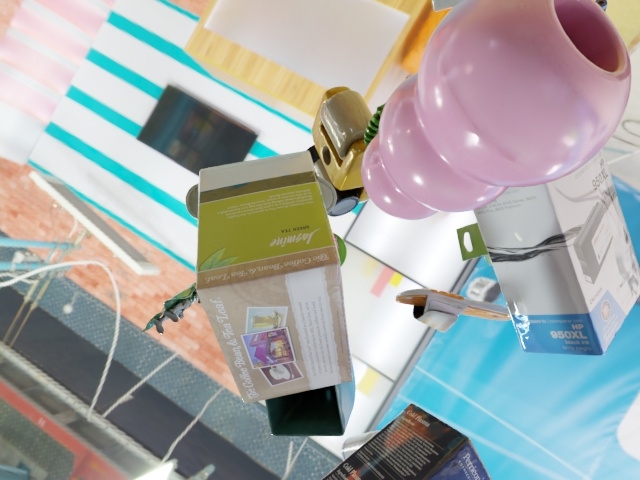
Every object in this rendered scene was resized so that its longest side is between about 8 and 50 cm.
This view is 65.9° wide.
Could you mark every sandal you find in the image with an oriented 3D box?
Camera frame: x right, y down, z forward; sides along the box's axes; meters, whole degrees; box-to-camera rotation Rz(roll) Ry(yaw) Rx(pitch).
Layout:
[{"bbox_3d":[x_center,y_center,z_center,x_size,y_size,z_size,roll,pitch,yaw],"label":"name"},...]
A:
[{"bbox_3d":[0.294,0.165,1.085,0.265,0.076,0.102,11,159,2],"label":"sandal"}]

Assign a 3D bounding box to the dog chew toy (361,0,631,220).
[{"bbox_3d":[0.164,-0.127,0.572,0.206,0.207,0.332,30,148,-15],"label":"dog chew toy"}]

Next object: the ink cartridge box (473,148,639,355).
[{"bbox_3d":[0.480,-0.013,1.001,0.166,0.285,0.395,-11,106,50],"label":"ink cartridge box"}]

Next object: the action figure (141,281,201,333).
[{"bbox_3d":[-0.328,0.148,1.198,0.063,0.137,0.232,53,-163,-6],"label":"action figure"}]

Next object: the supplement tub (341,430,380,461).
[{"bbox_3d":[0.100,0.451,1.061,0.071,0.071,0.107,29,141,-19],"label":"supplement tub"}]

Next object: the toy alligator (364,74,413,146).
[{"bbox_3d":[0.121,-0.234,0.944,0.051,0.190,0.056,-8,-124,-23],"label":"toy alligator"}]

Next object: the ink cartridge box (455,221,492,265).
[{"bbox_3d":[0.468,-0.005,1.277,0.062,0.209,0.109,43,-143,-47],"label":"ink cartridge box"}]

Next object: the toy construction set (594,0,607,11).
[{"bbox_3d":[0.792,-0.799,1.597,0.237,0.258,0.309,-3,-172,8],"label":"toy construction set"}]

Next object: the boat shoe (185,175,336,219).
[{"bbox_3d":[-0.137,-0.096,1.161,0.339,0.127,0.113,-8,-175,-8],"label":"boat shoe"}]

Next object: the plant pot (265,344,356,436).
[{"bbox_3d":[-0.007,0.310,1.126,0.165,0.166,0.234,-8,-175,18],"label":"plant pot"}]

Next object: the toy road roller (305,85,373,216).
[{"bbox_3d":[0.110,-0.232,1.290,0.330,0.240,0.203,111,140,-57],"label":"toy road roller"}]

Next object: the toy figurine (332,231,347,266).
[{"bbox_3d":[0.000,0.000,1.396,0.173,0.130,0.159,59,175,12],"label":"toy figurine"}]

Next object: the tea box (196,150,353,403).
[{"bbox_3d":[-0.083,0.066,0.922,0.324,0.219,0.329,-103,3,-47],"label":"tea box"}]

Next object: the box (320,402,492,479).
[{"bbox_3d":[0.162,0.529,0.846,0.343,0.312,0.179,60,161,-13],"label":"box"}]

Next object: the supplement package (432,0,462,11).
[{"bbox_3d":[0.335,-0.568,1.052,0.179,0.105,0.105,15,126,51],"label":"supplement package"}]
